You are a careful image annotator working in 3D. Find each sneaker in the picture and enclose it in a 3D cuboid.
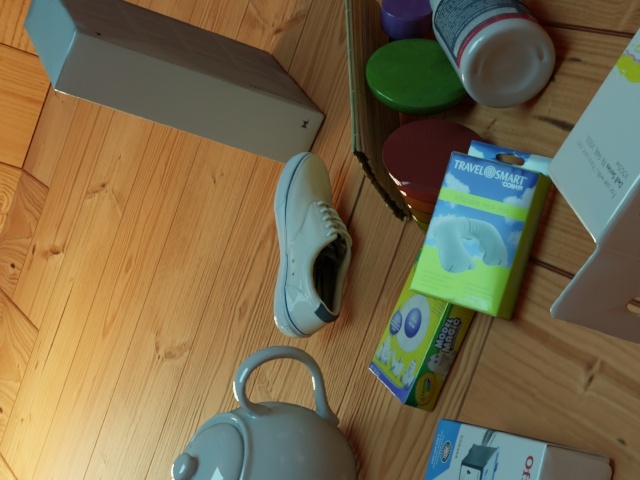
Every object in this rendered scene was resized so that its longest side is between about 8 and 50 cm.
[{"bbox_3d":[0.000,0.000,1.975,0.091,0.094,0.258,-19,61,37],"label":"sneaker"}]

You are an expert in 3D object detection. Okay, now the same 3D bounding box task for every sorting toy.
[{"bbox_3d":[0.118,-0.141,1.835,0.126,0.127,0.366,91,175,-45],"label":"sorting toy"}]

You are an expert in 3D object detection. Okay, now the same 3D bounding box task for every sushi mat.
[{"bbox_3d":[0.068,-0.187,1.891,0.019,0.151,0.317,-15,53,18],"label":"sushi mat"}]

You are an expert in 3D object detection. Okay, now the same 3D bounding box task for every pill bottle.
[{"bbox_3d":[0.184,-0.237,1.718,0.108,0.108,0.180,-58,30,26],"label":"pill bottle"}]

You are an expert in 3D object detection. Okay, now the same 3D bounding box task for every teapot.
[{"bbox_3d":[-0.090,0.287,1.807,0.252,0.187,0.256,-33,41,39],"label":"teapot"}]

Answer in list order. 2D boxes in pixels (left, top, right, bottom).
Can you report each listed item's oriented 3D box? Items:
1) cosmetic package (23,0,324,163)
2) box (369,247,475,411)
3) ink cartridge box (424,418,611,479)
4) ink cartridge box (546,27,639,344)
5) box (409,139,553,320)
[{"bbox_3d":[-0.214,-0.243,2.188,0.097,0.377,0.284,-66,26,14],"label":"cosmetic package"},{"bbox_3d":[0.123,0.088,1.715,0.179,0.043,0.105,-66,27,9],"label":"box"},{"bbox_3d":[0.177,0.254,1.464,0.190,0.082,0.140,0,75,64],"label":"ink cartridge box"},{"bbox_3d":[0.329,-0.081,1.230,0.353,0.207,0.119,-59,31,25],"label":"ink cartridge box"},{"bbox_3d":[0.173,-0.015,1.626,0.109,0.042,0.178,16,88,29],"label":"box"}]
